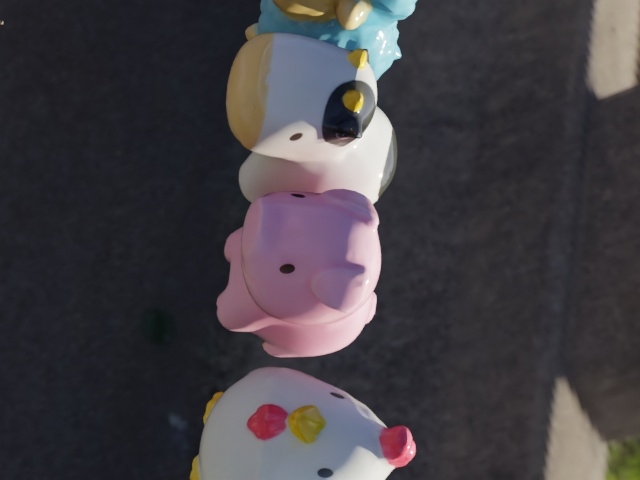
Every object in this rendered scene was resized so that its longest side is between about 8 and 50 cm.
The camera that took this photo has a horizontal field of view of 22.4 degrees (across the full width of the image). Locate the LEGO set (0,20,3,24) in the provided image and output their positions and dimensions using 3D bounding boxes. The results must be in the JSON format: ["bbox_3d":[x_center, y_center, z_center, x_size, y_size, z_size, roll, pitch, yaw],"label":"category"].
[{"bbox_3d":[-0.210,-0.178,1.059,0.023,0.054,0.083,-3,115,-19],"label":"LEGO set"}]

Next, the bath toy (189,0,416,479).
[{"bbox_3d":[0.000,0.000,0.949,0.151,0.129,0.348,32,55,-48],"label":"bath toy"}]
